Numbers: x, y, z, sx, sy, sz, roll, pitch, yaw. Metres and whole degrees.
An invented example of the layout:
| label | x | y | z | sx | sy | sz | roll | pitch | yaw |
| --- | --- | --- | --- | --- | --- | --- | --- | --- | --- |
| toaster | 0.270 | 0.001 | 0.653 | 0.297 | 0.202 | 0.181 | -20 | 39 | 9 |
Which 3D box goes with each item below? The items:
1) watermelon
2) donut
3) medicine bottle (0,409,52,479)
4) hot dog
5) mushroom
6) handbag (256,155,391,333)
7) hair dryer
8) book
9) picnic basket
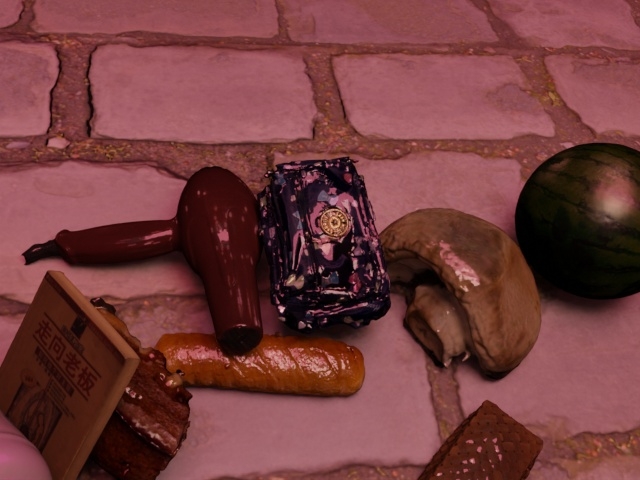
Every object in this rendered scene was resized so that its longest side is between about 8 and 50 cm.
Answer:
| label | x | y | z | sx | sy | sz | roll | pitch | yaw |
| --- | --- | --- | --- | --- | --- | --- | --- | --- | --- |
| watermelon | 0.420 | -0.030 | 1.049 | 0.242 | 0.242 | 0.242 | 6 | 52 | -7 |
| donut | -0.241 | 0.183 | 0.805 | 0.186 | 0.126 | 0.144 | 36 | 19 | -3 |
| medicine bottle | -0.439 | 0.221 | 0.670 | 0.302 | 0.241 | 0.241 | 33 | 53 | 26 |
| hot dog | -0.080 | 0.162 | 0.909 | 0.285 | 0.061 | 0.088 | 0 | 64 | -10 |
| mushroom | 0.208 | 0.051 | 0.987 | 0.189 | 0.164 | 0.267 | -25 | 61 | -26 |
| handbag | 0.000 | 0.000 | 0.945 | 0.162 | 0.113 | 0.260 | -9 | 65 | -2 |
| hair dryer | -0.243 | 0.032 | 0.944 | 0.340 | 0.123 | 0.313 | -8 | 44 | -3 |
| book | -0.296 | 0.171 | 0.757 | 0.161 | 0.231 | 0.026 | 38 | 16 | 27 |
| picnic basket | 0.196 | 0.292 | 0.868 | 0.110 | 0.055 | 0.193 | 37 | 56 | 17 |
